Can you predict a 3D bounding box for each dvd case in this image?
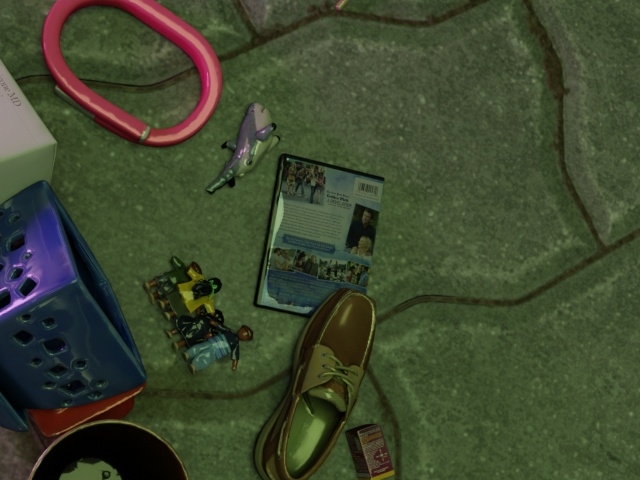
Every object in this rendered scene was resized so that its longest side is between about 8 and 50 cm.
[{"bbox_3d":[0.000,0.000,1.828,0.180,0.022,0.253,13,78,-15],"label":"dvd case"}]

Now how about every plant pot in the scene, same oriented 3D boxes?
[{"bbox_3d":[-0.303,0.353,1.564,0.215,0.230,0.216,3,81,-17],"label":"plant pot"},{"bbox_3d":[-0.394,0.101,1.536,0.212,0.236,0.236,-28,134,-6],"label":"plant pot"}]

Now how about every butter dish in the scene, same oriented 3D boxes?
[{"bbox_3d":[-0.334,0.226,1.637,0.160,0.160,0.118,-28,135,-16],"label":"butter dish"}]

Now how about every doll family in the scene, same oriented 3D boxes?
[{"bbox_3d":[-0.180,0.112,1.729,0.111,0.076,0.193,-25,95,-24],"label":"doll family"}]

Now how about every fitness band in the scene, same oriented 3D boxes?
[{"bbox_3d":[-0.290,-0.272,1.759,0.290,0.054,0.209,33,73,-12],"label":"fitness band"}]

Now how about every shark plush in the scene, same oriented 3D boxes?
[{"bbox_3d":[-0.126,-0.140,1.809,0.067,0.073,0.161,34,93,10],"label":"shark plush"}]

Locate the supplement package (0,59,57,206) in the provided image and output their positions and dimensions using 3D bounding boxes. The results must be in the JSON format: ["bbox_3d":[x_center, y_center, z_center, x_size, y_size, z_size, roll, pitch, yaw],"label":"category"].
[{"bbox_3d":[-0.532,-0.098,1.534,0.293,0.175,0.177,-24,66,-32],"label":"supplement package"}]

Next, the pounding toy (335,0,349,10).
[{"bbox_3d":[0.029,-0.479,1.872,0.206,0.094,0.181,-4,83,-18],"label":"pounding toy"}]

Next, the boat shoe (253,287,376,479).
[{"bbox_3d":[0.011,0.230,1.735,0.122,0.120,0.324,26,78,-16],"label":"boat shoe"}]

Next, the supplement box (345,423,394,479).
[{"bbox_3d":[0.077,0.333,1.785,0.043,0.055,0.083,-15,87,-21],"label":"supplement box"}]
